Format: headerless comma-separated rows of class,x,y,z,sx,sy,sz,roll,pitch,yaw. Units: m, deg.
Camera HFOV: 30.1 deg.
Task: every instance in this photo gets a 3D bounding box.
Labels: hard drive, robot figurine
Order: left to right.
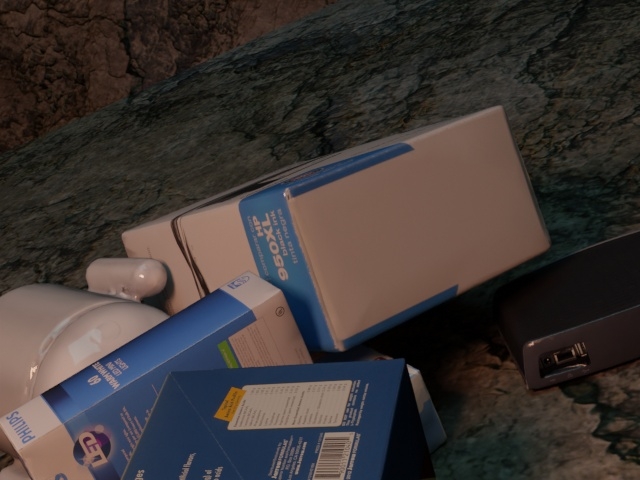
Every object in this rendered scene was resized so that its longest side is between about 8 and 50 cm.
robot figurine,-0.257,0.154,1.288,0.353,0.200,0.300,9,77,49
hard drive,0.306,0.055,1.208,0.255,0.054,0.172,-20,23,3

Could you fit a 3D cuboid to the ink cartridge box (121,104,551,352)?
ink cartridge box,0.000,0.000,1.295,0.285,0.166,0.395,-23,7,-32

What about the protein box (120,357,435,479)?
protein box,-0.033,0.207,0.900,0.201,0.136,0.200,-5,34,17

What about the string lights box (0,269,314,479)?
string lights box,-0.132,0.152,1.051,0.260,0.133,0.077,-30,26,-18

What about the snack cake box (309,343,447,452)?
snack cake box,-0.033,0.206,1.129,0.264,0.089,0.152,-33,25,-24
